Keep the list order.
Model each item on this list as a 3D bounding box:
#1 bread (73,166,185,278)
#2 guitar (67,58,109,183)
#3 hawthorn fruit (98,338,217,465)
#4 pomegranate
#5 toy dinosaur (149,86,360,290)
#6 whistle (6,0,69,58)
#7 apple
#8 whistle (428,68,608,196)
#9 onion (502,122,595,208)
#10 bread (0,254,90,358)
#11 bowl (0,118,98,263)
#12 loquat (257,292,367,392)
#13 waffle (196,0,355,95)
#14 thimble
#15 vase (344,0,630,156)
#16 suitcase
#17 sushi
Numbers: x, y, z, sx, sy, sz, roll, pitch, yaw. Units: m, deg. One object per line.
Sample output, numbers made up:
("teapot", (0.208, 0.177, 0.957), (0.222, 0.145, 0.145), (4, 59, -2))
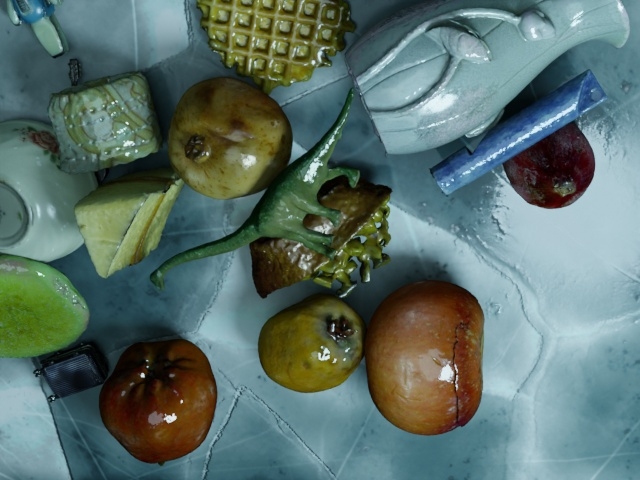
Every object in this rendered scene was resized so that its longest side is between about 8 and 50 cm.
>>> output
("bread", (-0.325, -0.053, 1.815), (0.142, 0.266, 0.178), (42, 105, -5))
("guitar", (-0.437, -0.212, 1.897), (0.088, 0.025, 0.233), (1, 108, 7))
("hawthorn fruit", (-0.301, 0.319, 1.972), (0.224, 0.224, 0.261), (3, 129, 4))
("pomegranate", (-0.161, -0.175, 1.781), (0.215, 0.215, 0.215), (2, 108, 5))
("toy dinosaur", (-0.103, -0.075, 1.739), (0.301, 0.087, 0.447), (20, 109, 12))
("whistle", (-0.505, -0.429, 1.811), (0.114, 0.077, 0.235), (-20, 111, 21))
("apple", (0.189, 0.205, 1.858), (0.206, 0.251, 0.271), (3, 126, 15))
("whistle", (0.321, -0.173, 1.712), (0.304, 0.062, 0.062), (-32, 102, 16))
("onion", (0.390, -0.120, 1.760), (0.159, 0.195, 0.159), (0, 119, 0))
("bread", (-0.585, 0.135, 1.946), (0.301, 0.045, 0.301), (-2, 138, -2))
("bowl", (-0.549, -0.070, 1.880), (0.277, 0.145, 0.277), (3, 110, 9))
("loquat", (-0.011, 0.187, 1.892), (0.234, 0.187, 0.176), (-22, 112, 48))
("waffle", (-0.079, -0.382, 1.796), (0.254, 0.052, 0.245), (-30, 104, 13))
("thimble", (-0.379, -0.205, 1.826), (0.190, 0.137, 0.143), (-18, 108, -13))
("vase", (0.268, -0.311, 1.691), (0.445, 0.250, 0.250), (-24, 104, 6))
("suitcase", (-0.480, 0.255, 2.034), (0.126, 0.059, 0.086), (-20, 111, 11))
("sushi", (0.003, -0.001, 1.853), (0.296, 0.167, 0.179), (-37, 108, -5))
